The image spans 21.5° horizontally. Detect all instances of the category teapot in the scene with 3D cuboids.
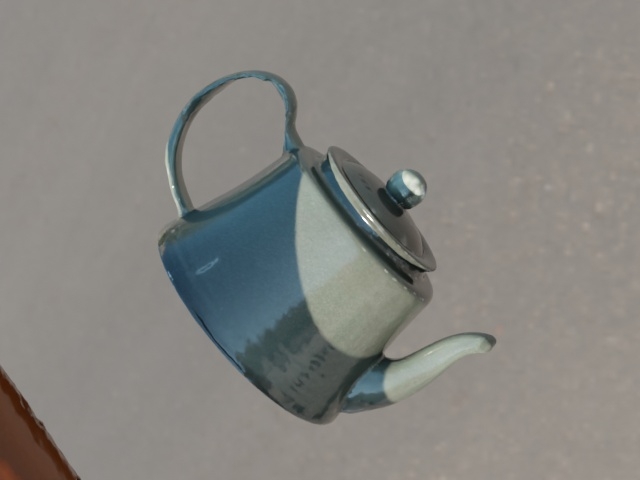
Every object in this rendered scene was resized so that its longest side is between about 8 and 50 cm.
[{"bbox_3d":[0.000,0.000,1.048,0.149,0.162,0.239,-41,87,13],"label":"teapot"}]

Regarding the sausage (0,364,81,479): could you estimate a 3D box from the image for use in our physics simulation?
[{"bbox_3d":[-0.182,0.108,0.833,0.330,0.102,0.102,59,160,-21],"label":"sausage"}]
